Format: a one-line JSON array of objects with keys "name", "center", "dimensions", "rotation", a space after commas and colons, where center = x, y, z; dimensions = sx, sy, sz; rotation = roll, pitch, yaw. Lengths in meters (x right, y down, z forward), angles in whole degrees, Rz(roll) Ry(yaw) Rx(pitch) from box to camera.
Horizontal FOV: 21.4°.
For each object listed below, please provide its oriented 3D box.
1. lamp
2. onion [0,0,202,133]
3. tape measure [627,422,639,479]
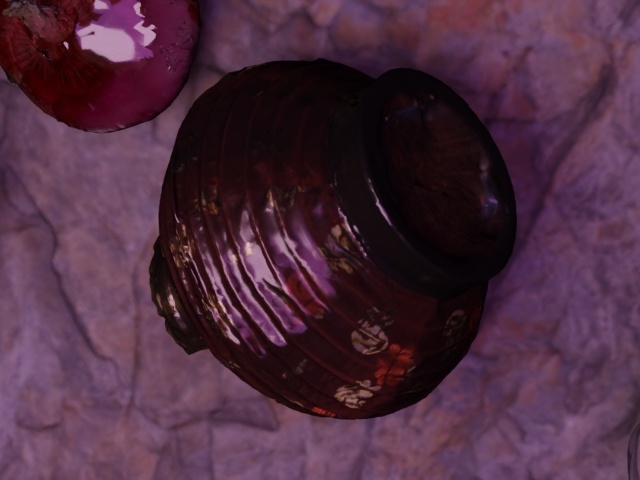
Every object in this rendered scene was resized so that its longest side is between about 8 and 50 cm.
[{"name": "lamp", "center": [0.000, 0.000, 1.084], "dimensions": [0.247, 0.247, 0.247], "rotation": [0, 99, 1]}, {"name": "onion", "center": [-0.158, -0.146, 1.100], "dimensions": [0.150, 0.140, 0.150], "rotation": [0, 88, 14]}, {"name": "tape measure", "center": [0.265, 0.200, 1.116], "dimensions": [0.120, 0.197, 0.236], "rotation": [-15, 136, 0]}]
